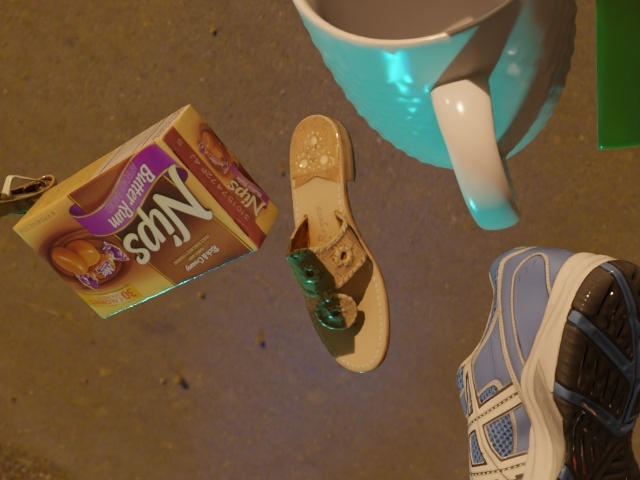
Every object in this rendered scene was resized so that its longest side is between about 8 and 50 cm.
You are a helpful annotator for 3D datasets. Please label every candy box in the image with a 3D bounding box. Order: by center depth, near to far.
[{"bbox_3d":[-0.136,-0.016,0.659,0.187,0.053,0.109,-22,118,36],"label":"candy box"}]

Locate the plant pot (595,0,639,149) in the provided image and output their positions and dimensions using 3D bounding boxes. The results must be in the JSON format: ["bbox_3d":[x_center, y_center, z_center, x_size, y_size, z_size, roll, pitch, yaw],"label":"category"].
[{"bbox_3d":[0.443,-0.243,1.015,0.187,0.212,0.212,7,130,26],"label":"plant pot"}]

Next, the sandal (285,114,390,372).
[{"bbox_3d":[-0.005,0.002,0.760,0.088,0.240,0.079,-15,168,34],"label":"sandal"}]

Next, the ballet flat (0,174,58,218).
[{"bbox_3d":[-0.538,-0.072,1.428,0.080,0.232,0.073,16,108,31],"label":"ballet flat"}]

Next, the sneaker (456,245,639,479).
[{"bbox_3d":[0.112,0.101,0.435,0.080,0.081,0.211,0,107,-30],"label":"sneaker"}]

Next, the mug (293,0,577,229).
[{"bbox_3d":[0.149,-0.188,0.924,0.276,0.374,0.328,-15,152,13],"label":"mug"}]
